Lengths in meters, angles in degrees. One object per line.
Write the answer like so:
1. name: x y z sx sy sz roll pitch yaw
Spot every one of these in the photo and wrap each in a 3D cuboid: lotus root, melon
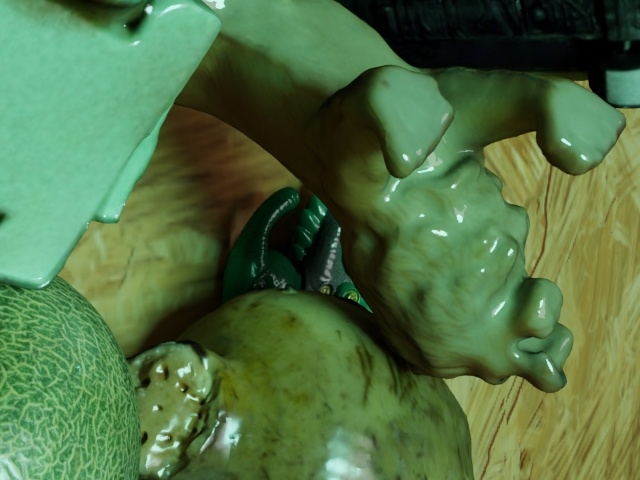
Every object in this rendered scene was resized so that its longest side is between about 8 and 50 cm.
1. lotus root: -0.001 0.104 0.695 0.257 0.140 0.154 27 81 -57
2. melon: -0.134 0.079 0.524 0.139 0.139 0.192 45 53 -45

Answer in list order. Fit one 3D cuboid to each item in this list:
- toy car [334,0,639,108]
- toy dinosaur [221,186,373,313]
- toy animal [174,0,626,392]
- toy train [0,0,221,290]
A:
1. toy car: 0.071 -0.126 0.660 0.124 0.257 0.101 -40 124 -45
2. toy dinosaur: 0.000 0.000 0.752 0.096 0.059 0.132 24 84 -45
3. toy animal: -0.004 -0.055 0.607 0.312 0.157 0.097 41 54 1
4. toy train: -0.179 -0.095 0.413 0.326 0.159 0.129 22 105 -48
